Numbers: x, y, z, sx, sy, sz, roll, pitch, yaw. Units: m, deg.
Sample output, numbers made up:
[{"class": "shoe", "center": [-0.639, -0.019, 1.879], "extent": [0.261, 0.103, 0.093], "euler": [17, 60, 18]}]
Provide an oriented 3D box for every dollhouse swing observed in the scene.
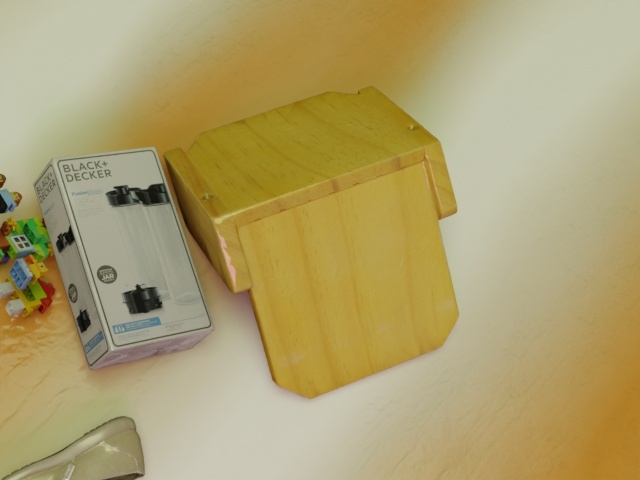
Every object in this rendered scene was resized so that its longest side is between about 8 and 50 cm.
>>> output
[{"class": "dollhouse swing", "center": [0.000, 0.000, 1.865], "extent": [0.346, 0.305, 0.315], "euler": [-21, 35, -15]}]

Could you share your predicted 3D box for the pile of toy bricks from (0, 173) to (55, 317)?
[{"class": "pile of toy bricks", "center": [-0.425, -0.006, 1.781], "extent": [0.105, 0.118, 0.212], "euler": [-13, 61, -47]}]

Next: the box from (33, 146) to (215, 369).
[{"class": "box", "center": [-0.278, 0.020, 1.768], "extent": [0.169, 0.087, 0.290], "euler": [-9, 72, -34]}]

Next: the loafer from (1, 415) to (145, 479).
[{"class": "loafer", "center": [-0.347, 0.334, 1.670], "extent": [0.268, 0.102, 0.092], "euler": [-32, 74, -18]}]
